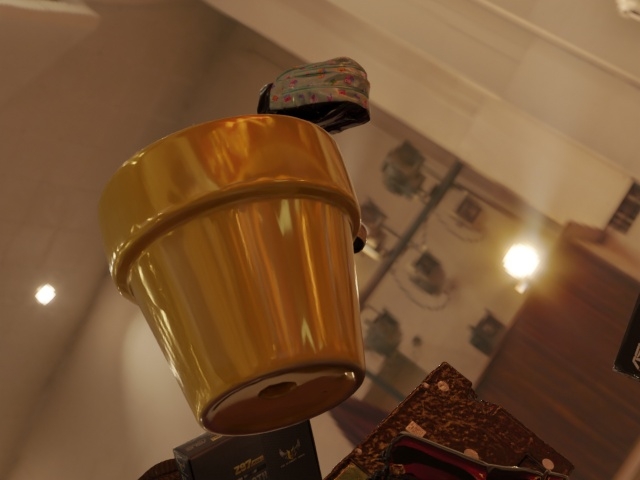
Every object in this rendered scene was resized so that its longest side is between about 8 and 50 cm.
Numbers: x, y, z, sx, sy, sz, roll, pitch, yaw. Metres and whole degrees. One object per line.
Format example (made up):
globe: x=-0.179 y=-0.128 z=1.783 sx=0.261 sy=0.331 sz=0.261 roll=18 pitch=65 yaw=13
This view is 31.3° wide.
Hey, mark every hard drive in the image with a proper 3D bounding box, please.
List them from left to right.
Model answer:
hard drive: x=0.160 y=0.323 z=1.486 sx=0.339 sy=0.237 sz=0.064 roll=-36 pitch=-22 yaw=-49

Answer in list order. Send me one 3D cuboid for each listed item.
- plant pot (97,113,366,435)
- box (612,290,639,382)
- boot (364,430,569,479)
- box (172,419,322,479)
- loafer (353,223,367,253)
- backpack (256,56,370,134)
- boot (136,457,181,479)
plant pot: x=-0.067 y=0.046 z=1.100 sx=0.254 sy=0.239 sz=0.254 roll=-15 pitch=-27 yaw=-8
box: x=0.447 y=0.041 z=1.259 sx=0.216 sy=0.060 sz=0.270 roll=15 pitch=-85 yaw=-40
boot: x=0.130 y=0.324 z=1.181 sx=0.094 sy=0.207 sz=0.246 roll=70 pitch=-144 yaw=-48
box: x=-0.115 y=0.379 z=1.889 sx=0.232 sy=0.059 sz=0.183 roll=-23 pitch=-67 yaw=-30
loafer: x=0.000 y=0.000 z=1.659 sx=0.148 sy=0.050 sz=0.056 roll=-10 pitch=-74 yaw=-11
backpack: x=-0.002 y=-0.243 z=1.978 sx=0.152 sy=0.182 sz=0.115 roll=18 pitch=-114 yaw=-59
boot: x=-0.277 y=0.440 z=1.929 sx=0.197 sy=0.077 sz=0.137 roll=-18 pitch=-29 yaw=-16
